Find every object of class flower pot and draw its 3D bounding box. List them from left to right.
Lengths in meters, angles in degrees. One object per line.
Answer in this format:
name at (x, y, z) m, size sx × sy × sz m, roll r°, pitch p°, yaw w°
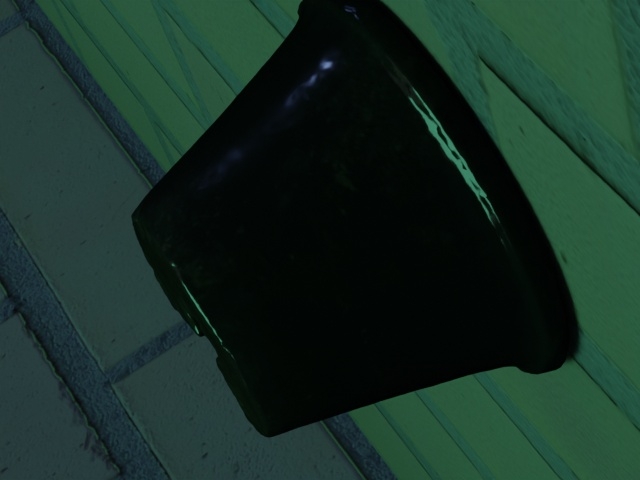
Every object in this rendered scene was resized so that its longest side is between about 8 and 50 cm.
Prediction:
flower pot at (0.000, 0.000, 1.461) m, size 0.379 × 0.251 × 0.379 m, roll 58°, pitch 171°, yaw 14°
